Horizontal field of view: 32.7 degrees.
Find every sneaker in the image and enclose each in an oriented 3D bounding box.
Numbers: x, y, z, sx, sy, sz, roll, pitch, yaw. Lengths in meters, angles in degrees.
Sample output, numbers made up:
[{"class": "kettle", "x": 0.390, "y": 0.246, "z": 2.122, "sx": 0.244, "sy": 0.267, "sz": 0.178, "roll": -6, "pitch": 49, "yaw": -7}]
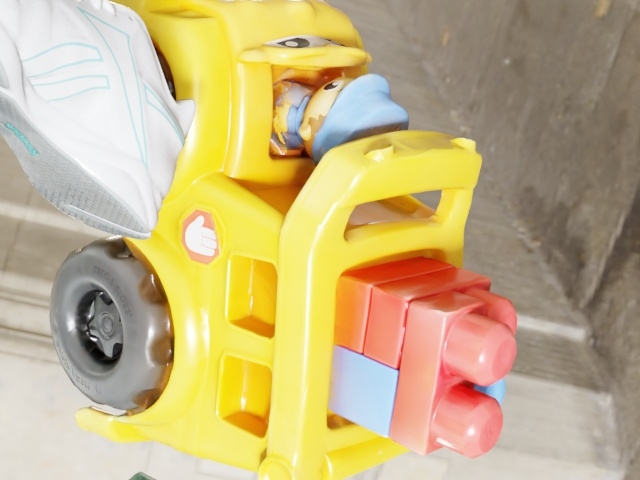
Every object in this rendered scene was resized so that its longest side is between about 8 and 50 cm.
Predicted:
[{"class": "sneaker", "x": -0.093, "y": -0.063, "z": 0.363, "sx": 0.061, "sy": 0.054, "sz": 0.152, "roll": -65, "pitch": -34, "yaw": -22}]

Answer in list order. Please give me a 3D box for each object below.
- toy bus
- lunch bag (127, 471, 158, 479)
[{"class": "toy bus", "x": 0.000, "y": 0.000, "z": 0.474, "sx": 0.211, "sy": 0.149, "sz": 0.220, "roll": 16, "pitch": 107, "yaw": 41}, {"class": "lunch bag", "x": -0.103, "y": 0.316, "z": 0.842, "sx": 0.160, "sy": 0.223, "sz": 0.262, "roll": -37, "pitch": 11, "yaw": -21}]
